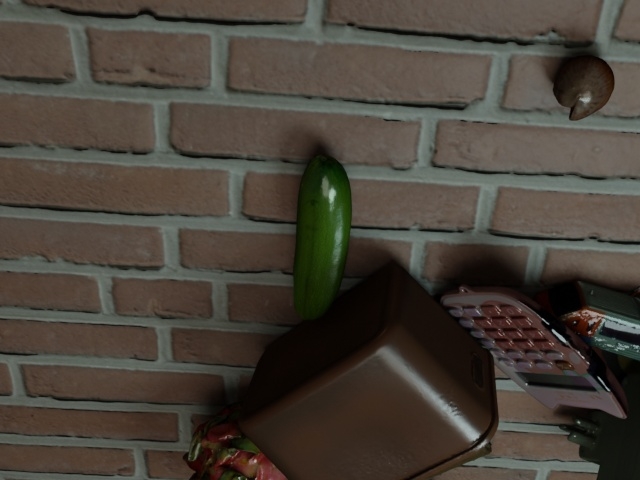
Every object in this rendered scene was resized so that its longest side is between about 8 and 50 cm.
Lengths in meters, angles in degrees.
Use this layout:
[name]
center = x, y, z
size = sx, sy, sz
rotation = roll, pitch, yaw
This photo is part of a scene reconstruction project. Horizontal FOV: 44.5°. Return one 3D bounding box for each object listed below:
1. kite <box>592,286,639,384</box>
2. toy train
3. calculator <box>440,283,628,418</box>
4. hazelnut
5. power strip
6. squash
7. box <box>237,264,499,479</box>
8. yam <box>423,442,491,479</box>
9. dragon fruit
[kite]
center = 0.605, 0.183, 1.329
size = 0.327, 0.013, 0.378
rotation = -5, 123, 3
[toy train]
center = 0.541, 0.148, 1.245
size = 0.409, 0.086, 0.089
rotation = 17, 119, -4
[calculator]
center = 0.332, 0.167, 1.236
size = 0.329, 0.048, 0.220
rotation = 42, 158, -20
[hazelnut]
center = 0.346, -0.201, 1.033
size = 0.086, 0.086, 0.086
rotation = 0, 124, 1
[power strip]
center = 0.507, 0.331, 1.300
size = 0.141, 0.230, 0.261
rotation = 19, 168, -3
[squash]
center = 0.002, -0.002, 1.171
size = 0.082, 0.082, 0.293
rotation = 4, 126, -2
[box]
center = 0.068, 0.235, 1.225
size = 0.339, 0.239, 0.229
rotation = -36, 107, 24
[yam]
center = 0.173, 0.369, 1.395
size = 0.238, 0.128, 0.129
rotation = -31, 85, 14
[dragon fruit]
center = -0.108, 0.421, 1.375
size = 0.237, 0.231, 0.303
rotation = -24, 133, 4
